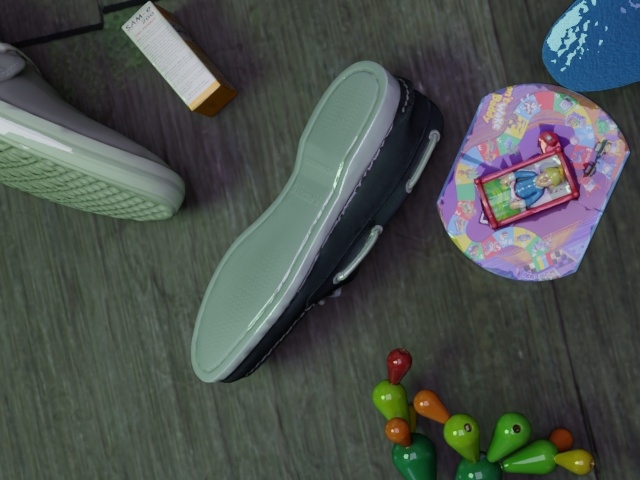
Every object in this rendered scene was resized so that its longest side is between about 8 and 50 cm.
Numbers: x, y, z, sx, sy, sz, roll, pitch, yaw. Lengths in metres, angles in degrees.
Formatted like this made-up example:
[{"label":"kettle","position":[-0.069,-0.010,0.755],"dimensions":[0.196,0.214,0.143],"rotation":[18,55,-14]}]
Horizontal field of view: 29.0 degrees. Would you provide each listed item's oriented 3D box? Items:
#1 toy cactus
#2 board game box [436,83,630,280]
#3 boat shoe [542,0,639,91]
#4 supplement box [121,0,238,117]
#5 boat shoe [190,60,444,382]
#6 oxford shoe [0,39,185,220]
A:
[{"label":"toy cactus","position":[0.118,0.204,1.029],"dimensions":[0.219,0.112,0.180],"rotation":[32,114,7]},{"label":"board game box","position":[0.176,-0.051,1.040],"dimensions":[0.133,0.033,0.169],"rotation":[24,93,10]},{"label":"boat shoe","position":[0.300,-0.201,0.989],"dimensions":[0.258,0.089,0.109],"rotation":[-29,96,21]},{"label":"supplement box","position":[-0.122,-0.158,1.083],"dimensions":[0.036,0.062,0.098],"rotation":[-41,83,8]},{"label":"boat shoe","position":[0.000,0.000,1.038],"dimensions":[0.303,0.091,0.114],"rotation":[-56,37,11]},{"label":"oxford shoe","position":[-0.314,-0.141,1.080],"dimensions":[0.449,0.169,0.130],"rotation":[23,72,10]}]
